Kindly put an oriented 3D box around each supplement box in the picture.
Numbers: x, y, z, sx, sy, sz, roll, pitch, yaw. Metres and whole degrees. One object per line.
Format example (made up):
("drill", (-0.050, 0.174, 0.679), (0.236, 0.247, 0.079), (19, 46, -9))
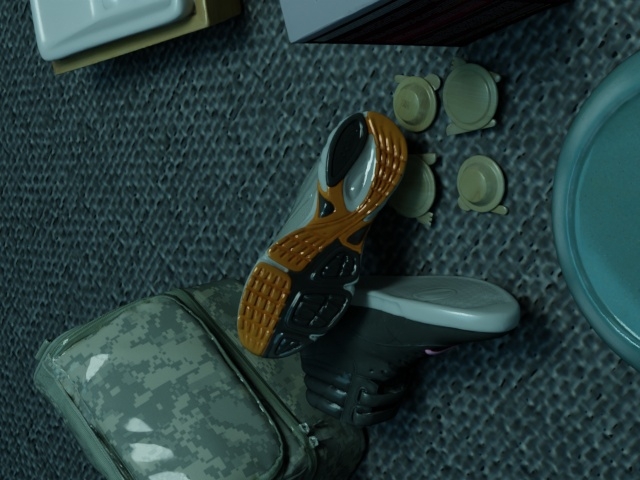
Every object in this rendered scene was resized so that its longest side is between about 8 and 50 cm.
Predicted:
("supplement box", (0.091, -0.218, 0.953), (0.130, 0.239, 0.073), (-17, 84, 43))

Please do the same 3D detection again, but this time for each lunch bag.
("lunch bag", (-0.140, 0.208, 1.225), (0.305, 0.256, 0.212), (49, 127, 25))

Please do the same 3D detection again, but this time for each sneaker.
("sneaker", (0.084, 0.114, 1.116), (0.296, 0.105, 0.146), (0, 99, 49))
("sneaker", (0.000, 0.000, 1.124), (0.099, 0.121, 0.262), (31, 83, -6))

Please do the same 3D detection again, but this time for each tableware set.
("tableware set", (0.120, -0.095, 1.099), (0.141, 0.020, 0.168), (8, 104, 44))

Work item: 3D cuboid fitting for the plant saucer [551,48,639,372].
("plant saucer", (0.318, -0.016, 0.915), (0.318, 0.044, 0.317), (9, 104, 42))

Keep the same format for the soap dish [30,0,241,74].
("soap dish", (-0.221, -0.330, 1.305), (0.291, 0.118, 0.228), (-6, 92, 43))
